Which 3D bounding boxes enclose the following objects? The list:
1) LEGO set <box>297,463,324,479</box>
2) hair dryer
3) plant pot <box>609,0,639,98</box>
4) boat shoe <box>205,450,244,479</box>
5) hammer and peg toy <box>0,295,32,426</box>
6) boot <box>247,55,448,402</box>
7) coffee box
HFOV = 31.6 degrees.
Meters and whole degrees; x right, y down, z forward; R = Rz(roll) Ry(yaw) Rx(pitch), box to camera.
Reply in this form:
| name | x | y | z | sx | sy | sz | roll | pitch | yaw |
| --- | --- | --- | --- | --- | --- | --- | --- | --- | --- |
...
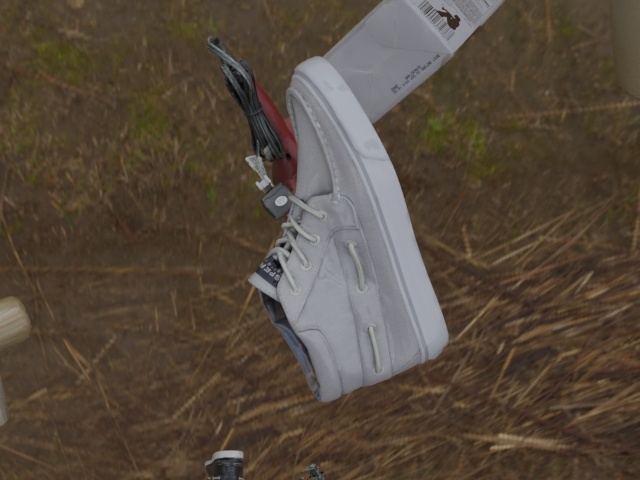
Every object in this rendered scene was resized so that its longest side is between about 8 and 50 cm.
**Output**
| name | x | y | z | sx | sy | sz | roll | pitch | yaw |
| --- | --- | --- | --- | --- | --- | --- | --- | --- | --- |
| LEGO set | -0.003 | 0.311 | 1.416 | 0.054 | 0.083 | 0.023 | 33 | 42 | 27 |
| hair dryer | -0.040 | -0.127 | 1.327 | 0.080 | 0.293 | 0.223 | -19 | 86 | 7 |
| plant pot | 0.524 | -0.346 | 1.639 | 0.257 | 0.274 | 0.256 | 4 | 35 | -3 |
| boat shoe | -0.110 | 0.274 | 1.321 | 0.046 | 0.125 | 0.038 | 4 | 68 | -12 |
| hammer and peg toy | -0.283 | 0.093 | 0.566 | 0.266 | 0.361 | 0.127 | -13 | 105 | -19 |
| boot | 0.000 | 0.000 | 0.860 | 0.123 | 0.095 | 0.258 | -26 | 104 | -12 |
| coffee box | 0.141 | -0.305 | 1.587 | 0.119 | 0.168 | 0.297 | 48 | 38 | -6 |
